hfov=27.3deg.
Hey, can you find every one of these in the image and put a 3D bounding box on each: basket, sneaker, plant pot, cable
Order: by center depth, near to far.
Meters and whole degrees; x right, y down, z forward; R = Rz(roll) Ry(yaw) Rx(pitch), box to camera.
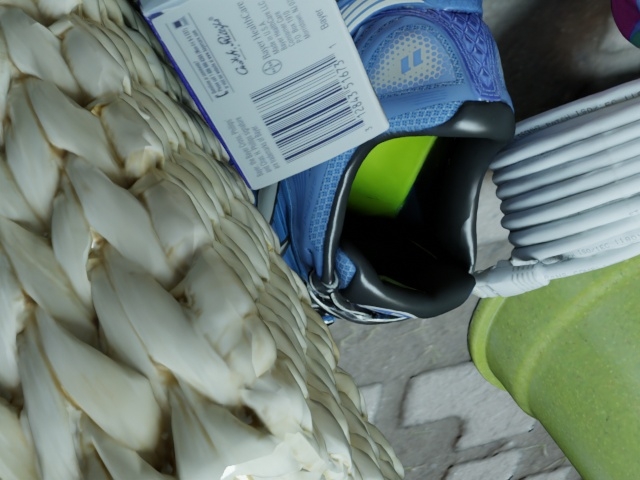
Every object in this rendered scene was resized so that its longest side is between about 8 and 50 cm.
[{"bbox_3d":[-0.152,0.038,0.508,0.266,0.328,0.331,-30,156,2],"label":"basket"},{"bbox_3d":[0.000,0.000,0.730,0.129,0.147,0.330,-1,142,-29],"label":"sneaker"},{"bbox_3d":[0.222,-0.059,0.754,0.257,0.089,0.257,-19,177,-45],"label":"cable"},{"bbox_3d":[0.286,0.126,0.967,0.276,0.254,0.276,-16,144,-12],"label":"plant pot"}]

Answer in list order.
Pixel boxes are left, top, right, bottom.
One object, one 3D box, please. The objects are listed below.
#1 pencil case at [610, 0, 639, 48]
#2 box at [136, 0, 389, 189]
[{"bbox_3d":[0.173,-0.189,0.633,0.104,0.104,0.236,-28,145,5],"label":"pencil case"},{"bbox_3d":[-0.039,-0.116,0.568,0.072,0.137,0.126,-25,145,3],"label":"box"}]
